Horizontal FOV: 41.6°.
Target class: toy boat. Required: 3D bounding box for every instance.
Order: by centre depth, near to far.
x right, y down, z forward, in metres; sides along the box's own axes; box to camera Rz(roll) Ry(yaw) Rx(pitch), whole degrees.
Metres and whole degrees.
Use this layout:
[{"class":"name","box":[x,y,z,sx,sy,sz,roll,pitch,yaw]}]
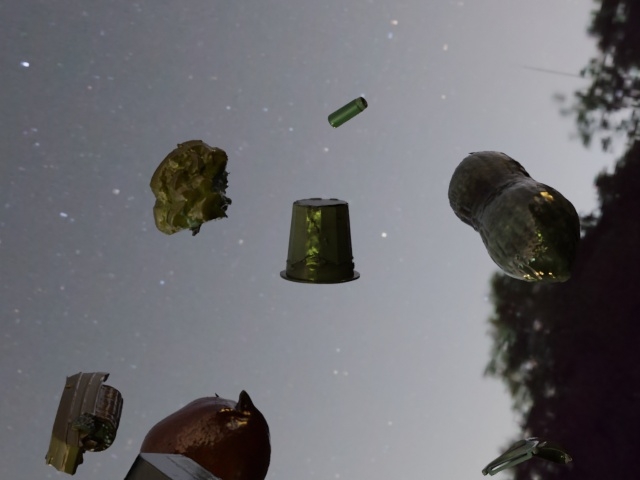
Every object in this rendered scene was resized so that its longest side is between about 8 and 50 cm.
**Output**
[{"class":"toy boat","box":[-0.423,0.324,1.537,0.310,0.115,0.089,-127,53,-73]}]

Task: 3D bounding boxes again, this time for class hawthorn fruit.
[{"class":"hawthorn fruit","box":[-0.252,0.506,1.923,0.311,0.295,0.295,-24,-41,-5]}]

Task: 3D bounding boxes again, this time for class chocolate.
[{"class":"chocolate","box":[0.222,-0.035,0.986,0.110,0.248,0.110,-6,-64,-13]}]

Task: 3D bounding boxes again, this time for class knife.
[{"class":"knife","box":[0.396,0.379,1.518,0.278,0.123,0.053,16,-128,-53]}]

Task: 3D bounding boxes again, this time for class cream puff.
[{"class":"cream puff","box":[-0.197,-0.081,1.287,0.156,0.121,0.156,-1,-90,-89]}]

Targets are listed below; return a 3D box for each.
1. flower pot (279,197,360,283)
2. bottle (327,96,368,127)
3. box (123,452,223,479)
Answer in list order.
[{"class":"flower pot","box":[0.000,0.000,2.169,0.212,0.212,0.202,-20,-66,-57]},{"class":"bottle","box":[0.054,-0.254,1.669,0.030,0.083,0.030,37,-142,-36]},{"class":"box","box":[-0.151,0.473,1.422,0.058,0.350,0.211,-60,-23,-6]}]
